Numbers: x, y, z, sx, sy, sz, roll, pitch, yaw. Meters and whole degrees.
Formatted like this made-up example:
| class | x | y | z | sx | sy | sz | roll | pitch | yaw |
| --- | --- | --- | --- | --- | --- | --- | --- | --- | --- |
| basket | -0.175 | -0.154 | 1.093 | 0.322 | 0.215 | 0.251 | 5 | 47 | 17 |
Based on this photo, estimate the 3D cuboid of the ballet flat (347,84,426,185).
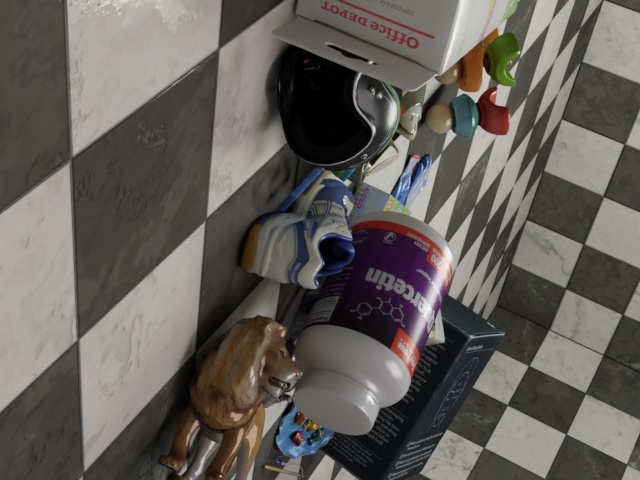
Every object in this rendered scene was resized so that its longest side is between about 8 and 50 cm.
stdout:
| class | x | y | z | sx | sy | sz | roll | pitch | yaw |
| --- | --- | --- | --- | --- | --- | --- | --- | --- | --- |
| ballet flat | 0.117 | -0.171 | 1.681 | 0.213 | 0.068 | 0.072 | -45 | 159 | -10 |

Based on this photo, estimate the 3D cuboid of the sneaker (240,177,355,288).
| class | x | y | z | sx | sy | sz | roll | pitch | yaw |
| --- | --- | --- | --- | --- | --- | --- | --- | --- | --- |
| sneaker | 0.000 | 0.000 | 1.552 | 0.296 | 0.131 | 0.112 | -42 | 150 | -56 |

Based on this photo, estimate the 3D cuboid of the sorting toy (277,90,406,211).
| class | x | y | z | sx | sy | sz | roll | pitch | yaw |
| --- | --- | --- | --- | --- | --- | --- | --- | --- | --- |
| sorting toy | 0.066 | -0.153 | 1.532 | 0.348 | 0.047 | 0.196 | -50 | -176 | -41 |

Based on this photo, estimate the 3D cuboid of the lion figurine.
| class | x | y | z | sx | sy | sz | roll | pitch | yaw |
| --- | --- | --- | --- | --- | --- | --- | --- | --- | --- |
| lion figurine | -0.136 | 0.266 | 1.567 | 0.392 | 0.142 | 0.240 | 112 | 2 | -68 |

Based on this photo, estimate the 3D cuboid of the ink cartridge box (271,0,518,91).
| class | x | y | z | sx | sy | sz | roll | pitch | yaw |
| --- | --- | --- | --- | --- | --- | --- | --- | --- | --- |
| ink cartridge box | 0.111 | -0.322 | 1.285 | 0.353 | 0.207 | 0.119 | -45 | 154 | -50 |

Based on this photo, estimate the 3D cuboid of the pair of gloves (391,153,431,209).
| class | x | y | z | sx | sy | sz | roll | pitch | yaw |
| --- | --- | --- | --- | --- | --- | --- | --- | --- | --- |
| pair of gloves | 0.186 | -0.106 | 2.154 | 0.159 | 0.023 | 0.198 | -68 | 163 | 10 |

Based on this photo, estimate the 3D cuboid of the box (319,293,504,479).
| class | x | y | z | sx | sy | sz | roll | pitch | yaw |
| --- | --- | --- | --- | --- | --- | --- | --- | --- | --- |
| box | 0.190 | 0.316 | 2.285 | 0.396 | 0.212 | 0.293 | -60 | 157 | 9 |

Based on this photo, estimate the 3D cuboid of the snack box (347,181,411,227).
| class | x | y | z | sx | sy | sz | roll | pitch | yaw |
| --- | --- | --- | --- | --- | --- | --- | --- | --- | --- |
| snack box | 0.087 | -0.004 | 1.913 | 0.175 | 0.070 | 0.207 | -64 | 164 | -1 |

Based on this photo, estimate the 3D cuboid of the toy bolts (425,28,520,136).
| class | x | y | z | sx | sy | sz | roll | pitch | yaw |
| --- | --- | --- | --- | --- | --- | --- | --- | --- | --- |
| toy bolts | 0.276 | -0.316 | 2.022 | 0.218 | 0.158 | 0.229 | -108 | -168 | -50 |

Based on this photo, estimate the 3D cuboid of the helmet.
| class | x | y | z | sx | sy | sz | roll | pitch | yaw |
| --- | --- | --- | --- | --- | --- | --- | --- | --- | --- |
| helmet | 0.027 | -0.176 | 1.326 | 0.169 | 0.169 | 0.162 | -52 | 143 | -37 |

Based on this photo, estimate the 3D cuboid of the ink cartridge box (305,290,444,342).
| class | x | y | z | sx | sy | sz | roll | pitch | yaw |
| --- | --- | --- | --- | --- | --- | --- | --- | --- | --- |
| ink cartridge box | 0.109 | 0.146 | 1.926 | 0.278 | 0.201 | 0.117 | 30 | 51 | -74 |

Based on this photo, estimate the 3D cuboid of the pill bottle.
| class | x | y | z | sx | sy | sz | roll | pitch | yaw |
| --- | --- | --- | --- | --- | --- | --- | --- | --- | --- |
| pill bottle | 0.076 | 0.124 | 1.567 | 0.181 | 0.181 | 0.323 | 90 | 21 | -55 |

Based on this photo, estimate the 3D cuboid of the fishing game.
| class | x | y | z | sx | sy | sz | roll | pitch | yaw |
| --- | --- | --- | --- | --- | --- | --- | --- | --- | --- |
| fishing game | -0.009 | 0.370 | 2.107 | 0.264 | 0.041 | 0.189 | -55 | 140 | -1 |

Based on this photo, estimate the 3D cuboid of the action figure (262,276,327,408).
| class | x | y | z | sx | sy | sz | roll | pitch | yaw |
| --- | --- | --- | --- | --- | --- | --- | --- | --- | --- |
| action figure | -0.040 | 0.163 | 1.736 | 0.285 | 0.099 | 0.185 | -58 | 170 | -9 |
